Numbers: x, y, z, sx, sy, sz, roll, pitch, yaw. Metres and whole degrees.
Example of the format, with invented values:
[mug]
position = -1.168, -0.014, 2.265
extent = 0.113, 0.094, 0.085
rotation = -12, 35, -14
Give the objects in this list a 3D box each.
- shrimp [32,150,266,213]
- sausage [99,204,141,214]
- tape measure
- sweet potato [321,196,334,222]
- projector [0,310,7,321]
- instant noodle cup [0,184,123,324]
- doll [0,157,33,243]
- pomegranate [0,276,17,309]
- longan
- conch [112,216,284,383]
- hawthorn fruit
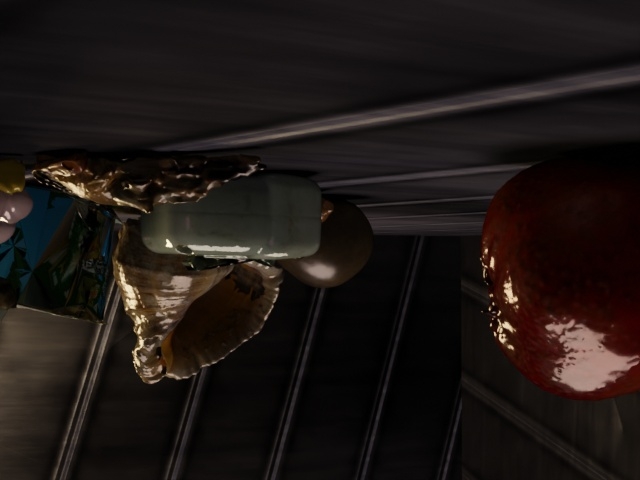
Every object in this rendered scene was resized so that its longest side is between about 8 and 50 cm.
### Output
[shrimp]
position = -0.186, -0.060, 0.912
extent = 0.262, 0.066, 0.117
rotation = -3, 177, 31
[sausage]
position = -0.299, -0.059, 1.527
extent = 0.032, 0.033, 0.269
rotation = -1, 178, 24
[tape measure]
position = -0.117, -0.022, 1.189
extent = 0.246, 0.125, 0.243
rotation = 0, 178, -16
[sweet potato]
position = -0.044, -0.055, 1.441
extent = 0.056, 0.057, 0.194
rotation = 1, -176, -42
[projector]
position = -0.507, 0.027, 1.011
extent = 0.256, 0.099, 0.192
rotation = 20, 160, 16
[instant noodle cup]
position = -0.423, 0.022, 1.352
extent = 0.240, 0.178, 0.240
rotation = 10, 172, 1
[doll]
position = -0.440, -0.040, 1.070
extent = 0.160, 0.094, 0.365
rotation = 1, 177, -24
[pomegranate]
position = -0.426, 0.026, 0.708
extent = 0.340, 0.261, 0.260
rotation = -5, -179, -23
[longan]
position = 0.000, 0.000, 1.537
extent = 0.187, 0.168, 0.167
rotation = 20, 169, -26
[conch]
position = -0.226, 0.070, 1.525
extent = 0.297, 0.210, 0.352
rotation = 8, 131, -29
[hawthorn fruit]
position = 0.324, 0.034, 0.939
extent = 0.307, 0.265, 0.265
rotation = -6, 178, 10
